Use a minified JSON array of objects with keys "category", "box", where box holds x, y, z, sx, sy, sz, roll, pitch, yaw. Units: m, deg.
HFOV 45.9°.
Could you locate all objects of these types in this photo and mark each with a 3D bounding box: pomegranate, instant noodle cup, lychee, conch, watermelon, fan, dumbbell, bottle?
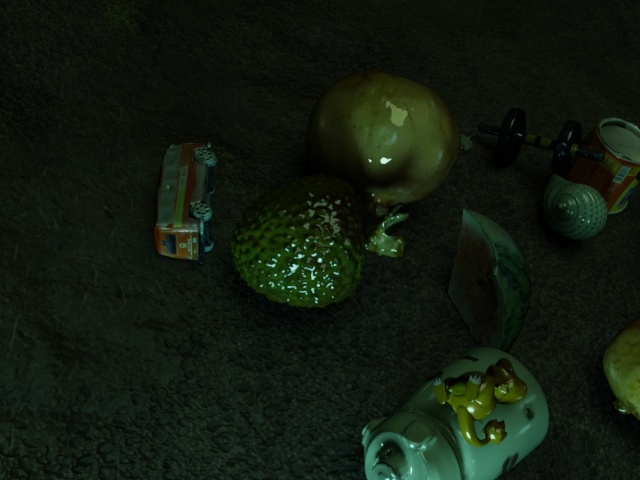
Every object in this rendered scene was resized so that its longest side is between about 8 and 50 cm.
[{"category":"pomegranate","box":[0.690,0.269,1.530,0.248,0.248,0.248,10,50,-12]},{"category":"instant noodle cup","box":[0.745,-0.200,1.952,0.213,0.174,0.213,10,49,-12]},{"category":"lychee","box":[-0.012,0.000,1.467,0.319,0.270,0.270,2,52,-22]},{"category":"conch","box":[0.612,-0.068,1.830,0.172,0.131,0.200,33,2,42]},{"category":"pomegranate","box":[0.133,-0.203,1.668,0.338,0.338,0.338,10,50,-12]},{"category":"watermelon","box":[0.362,0.079,1.595,0.175,0.260,0.256,11,31,7]},{"category":"fan","box":[0.384,-0.265,1.991,0.056,0.004,0.083,43,51,17]},{"category":"dumbbell","box":[0.551,-0.248,1.909,0.325,0.143,0.143,19,44,28]},{"category":"bottle","box":[0.212,0.347,1.286,0.351,0.229,0.229,-24,63,-41]}]

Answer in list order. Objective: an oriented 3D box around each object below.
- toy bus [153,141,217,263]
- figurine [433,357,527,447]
[{"category":"toy bus","box":[-0.275,-0.088,1.547,0.119,0.121,0.265,2,51,-6]},{"category":"figurine","box":[0.267,0.255,1.187,0.176,0.121,0.123,-6,81,-43]}]
